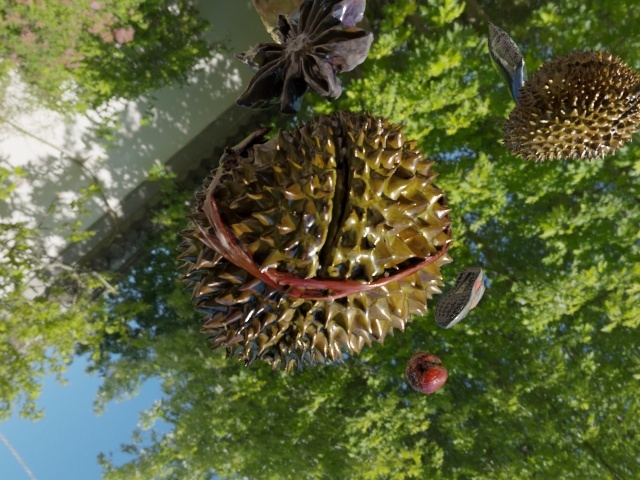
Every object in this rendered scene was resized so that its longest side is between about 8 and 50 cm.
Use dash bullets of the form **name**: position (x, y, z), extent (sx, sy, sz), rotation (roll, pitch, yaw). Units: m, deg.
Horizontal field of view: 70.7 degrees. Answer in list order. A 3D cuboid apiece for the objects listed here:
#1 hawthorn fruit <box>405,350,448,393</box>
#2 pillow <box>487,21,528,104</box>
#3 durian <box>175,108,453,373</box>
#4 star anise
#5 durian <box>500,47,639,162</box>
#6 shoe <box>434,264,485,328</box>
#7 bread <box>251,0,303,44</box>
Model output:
- **hawthorn fruit**: position (0.230, 0.281, 0.969), extent (0.093, 0.093, 0.093), rotation (-27, -151, 16)
- **pillow**: position (0.437, -0.413, 1.054), extent (0.055, 0.141, 0.208), rotation (-17, -132, 14)
- **durian**: position (-0.004, 0.001, 0.591), extent (0.384, 0.348, 0.347), rotation (-41, -166, 52)
- **star anise**: position (-0.007, -0.266, 0.617), extent (0.262, 0.081, 0.230), rotation (-38, -134, 15)
- **durian**: position (0.331, -0.174, 0.591), extent (0.168, 0.137, 0.158), rotation (4, -109, 37)
- **shoe**: position (0.345, 0.147, 1.086), extent (0.074, 0.077, 0.194), rotation (-2, -141, 48)
- **bread**: position (-0.082, -0.499, 0.887), extent (0.107, 0.241, 0.136), rotation (-27, 179, 21)
